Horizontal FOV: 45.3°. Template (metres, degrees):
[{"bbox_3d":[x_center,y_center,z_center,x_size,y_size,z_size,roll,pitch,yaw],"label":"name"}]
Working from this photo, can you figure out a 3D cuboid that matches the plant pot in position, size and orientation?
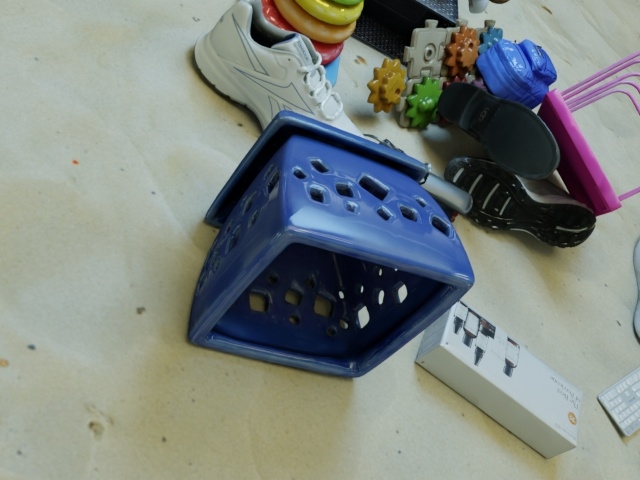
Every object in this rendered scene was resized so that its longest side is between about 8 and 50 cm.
[{"bbox_3d":[0.000,0.000,0.877,0.236,0.236,0.212,17,46,-26],"label":"plant pot"}]

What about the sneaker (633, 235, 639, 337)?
[{"bbox_3d":[0.647,0.052,1.347,0.108,0.169,0.292,34,44,-10],"label":"sneaker"}]

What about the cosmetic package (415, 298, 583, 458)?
[{"bbox_3d":[0.248,0.186,1.042,0.239,0.060,0.098,37,47,-10],"label":"cosmetic package"}]

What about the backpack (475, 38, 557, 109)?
[{"bbox_3d":[0.315,-0.277,1.248,0.120,0.101,0.097,12,46,-43],"label":"backpack"}]

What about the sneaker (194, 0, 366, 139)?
[{"bbox_3d":[-0.038,-0.205,1.054,0.297,0.129,0.111,41,44,-8],"label":"sneaker"}]

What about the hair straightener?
[{"bbox_3d":[0.136,-0.111,1.142,0.230,0.089,0.047,36,63,-11],"label":"hair straightener"}]

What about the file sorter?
[{"bbox_3d":[0.487,-0.168,1.260,0.202,0.182,0.291,64,10,6],"label":"file sorter"}]

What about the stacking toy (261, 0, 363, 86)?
[{"bbox_3d":[0.018,-0.381,1.092,0.175,0.302,0.165,22,50,-21],"label":"stacking toy"}]

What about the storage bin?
[{"bbox_3d":[0.135,-0.388,1.308,0.180,0.122,0.084,24,50,-21],"label":"storage bin"}]

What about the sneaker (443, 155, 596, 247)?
[{"bbox_3d":[0.316,-0.070,1.256,0.272,0.100,0.108,21,26,-19],"label":"sneaker"}]

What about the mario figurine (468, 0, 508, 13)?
[{"bbox_3d":[0.231,-0.474,1.383,0.198,0.170,0.320,62,1,-25],"label":"mario figurine"}]

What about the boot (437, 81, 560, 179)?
[{"bbox_3d":[0.326,-0.158,1.234,0.229,0.091,0.263,20,22,-45],"label":"boot"}]

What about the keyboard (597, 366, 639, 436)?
[{"bbox_3d":[0.533,0.241,1.243,0.256,0.014,0.072,-15,71,-42],"label":"keyboard"}]

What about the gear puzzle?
[{"bbox_3d":[0.201,-0.269,1.252,0.339,0.175,0.044,-15,30,-41],"label":"gear puzzle"}]
